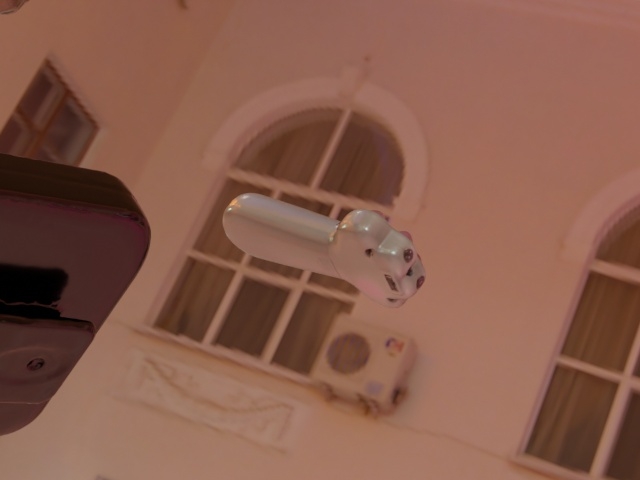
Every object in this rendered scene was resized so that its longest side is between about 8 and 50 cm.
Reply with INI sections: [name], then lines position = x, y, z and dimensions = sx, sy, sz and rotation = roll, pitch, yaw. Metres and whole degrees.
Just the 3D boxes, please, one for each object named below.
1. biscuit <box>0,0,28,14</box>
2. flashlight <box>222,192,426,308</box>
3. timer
[biscuit]
position = -0.216, -0.326, 0.777
dimensions = 0.062, 0.290, 0.237
rotation = 2, -31, -20
[flashlight]
position = 0.000, 0.000, 0.942
dimensions = 0.200, 0.047, 0.093
rotation = 15, -35, 40
[timer]
position = -0.164, 0.028, 0.445
dimensions = 0.187, 0.144, 0.055
rotation = 8, 37, -47
